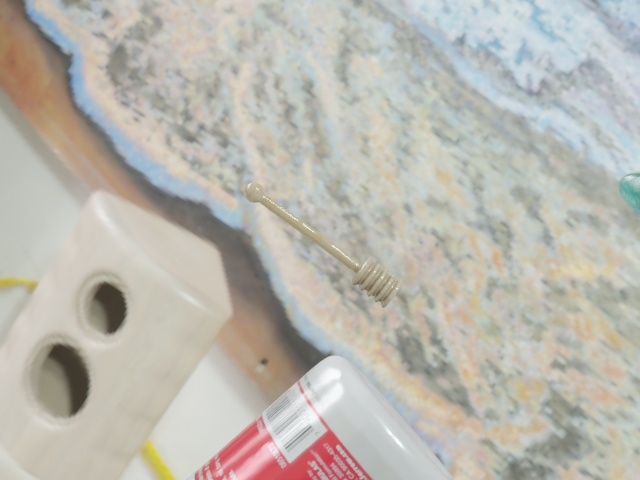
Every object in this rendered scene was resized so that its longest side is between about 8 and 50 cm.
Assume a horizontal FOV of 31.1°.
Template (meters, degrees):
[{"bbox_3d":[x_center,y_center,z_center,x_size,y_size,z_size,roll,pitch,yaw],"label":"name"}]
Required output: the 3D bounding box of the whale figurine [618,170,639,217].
[{"bbox_3d":[0.377,-0.051,1.070,0.141,0.272,0.216,-40,93,-31],"label":"whale figurine"}]

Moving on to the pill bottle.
[{"bbox_3d":[-0.061,0.332,1.214,0.229,0.408,0.229,49,0,0],"label":"pill bottle"}]

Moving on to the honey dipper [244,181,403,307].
[{"bbox_3d":[0.000,0.000,1.001,0.161,0.030,0.030,37,17,1],"label":"honey dipper"}]
